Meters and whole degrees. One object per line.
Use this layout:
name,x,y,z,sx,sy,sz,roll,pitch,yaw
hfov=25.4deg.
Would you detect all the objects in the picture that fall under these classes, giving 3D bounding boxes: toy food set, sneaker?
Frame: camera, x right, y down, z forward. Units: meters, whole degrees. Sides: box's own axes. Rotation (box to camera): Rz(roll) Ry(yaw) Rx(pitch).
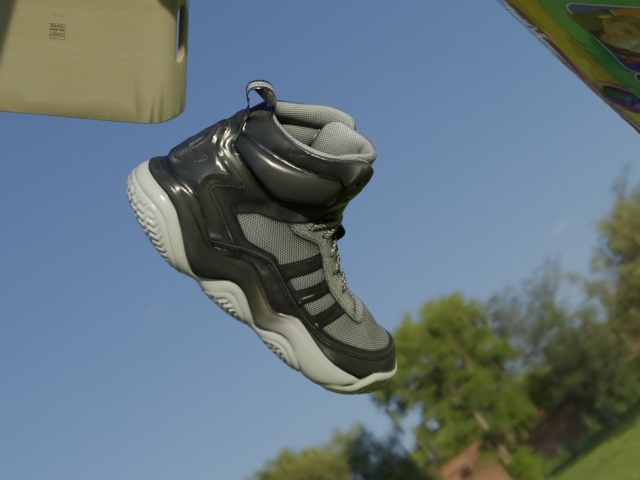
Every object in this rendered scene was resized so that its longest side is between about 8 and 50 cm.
toy food set,-0.316,-0.270,1.747,0.092,0.306,0.220,-87,2,-64
sneaker,0.000,0.000,1.026,0.153,0.101,0.268,-41,-59,14

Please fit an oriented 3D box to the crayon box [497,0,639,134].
crayon box,0.304,-0.123,0.878,0.363,0.313,0.106,32,-101,-41
